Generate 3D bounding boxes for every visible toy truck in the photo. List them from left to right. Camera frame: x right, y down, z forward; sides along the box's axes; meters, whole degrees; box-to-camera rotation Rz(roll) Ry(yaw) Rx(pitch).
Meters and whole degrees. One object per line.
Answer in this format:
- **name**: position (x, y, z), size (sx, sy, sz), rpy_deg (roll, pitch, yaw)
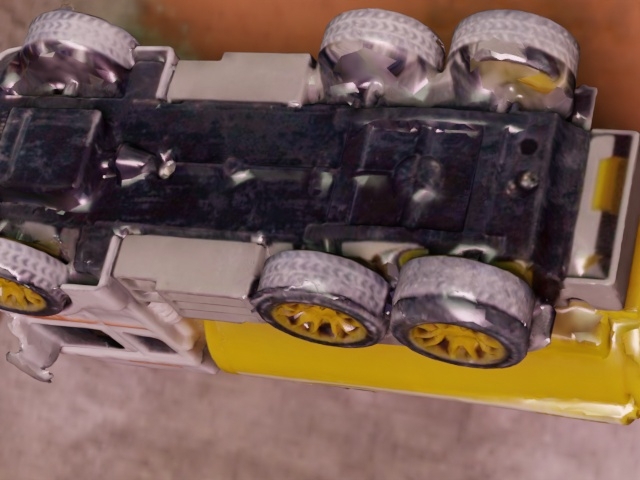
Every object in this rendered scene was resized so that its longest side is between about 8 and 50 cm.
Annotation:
- **toy truck**: position (0.000, 0.000, 0.496), size (0.226, 0.114, 0.098), rpy_deg (4, 65, 23)
